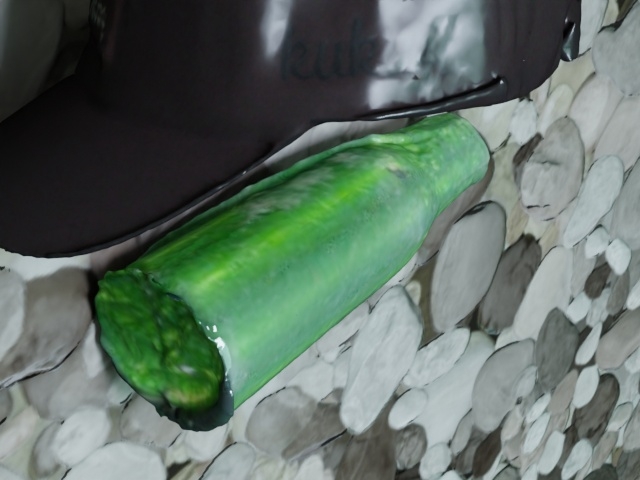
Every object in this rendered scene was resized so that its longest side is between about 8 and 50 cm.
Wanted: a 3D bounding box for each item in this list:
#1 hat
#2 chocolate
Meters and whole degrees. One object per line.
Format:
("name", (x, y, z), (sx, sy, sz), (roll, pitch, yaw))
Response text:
("hat", (-0.043, -0.137, 0.716), (0.336, 0.238, 0.209), (-20, 109, -8))
("chocolate", (0.000, 0.000, 0.945), (0.291, 0.110, 0.110), (-34, 135, -40))
